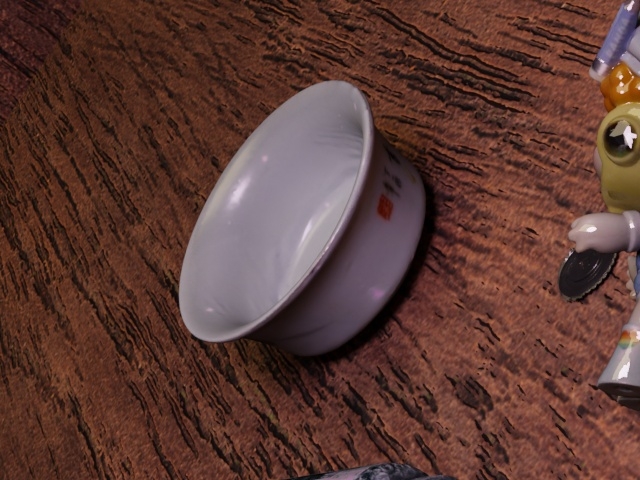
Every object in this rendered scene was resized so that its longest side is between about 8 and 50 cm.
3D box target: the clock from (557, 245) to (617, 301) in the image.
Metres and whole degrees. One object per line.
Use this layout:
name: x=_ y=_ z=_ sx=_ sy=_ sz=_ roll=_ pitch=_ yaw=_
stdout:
clock: x=0.272 y=0.025 z=1.997 sx=0.083 sy=0.010 sz=0.074 roll=-42 pitch=31 yaw=30

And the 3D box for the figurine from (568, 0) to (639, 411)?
figurine: x=0.348 y=-0.030 z=1.804 sx=0.205 sy=0.224 sz=0.382 roll=1 pitch=84 yaw=38

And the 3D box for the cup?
cup: x=0.000 y=0.000 z=2.312 sx=0.347 sy=0.163 sz=0.347 roll=-39 pitch=32 yaw=31

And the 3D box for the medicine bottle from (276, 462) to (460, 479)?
medicine bottle: x=0.037 y=0.298 z=1.964 sx=0.293 sy=0.141 sz=0.141 roll=-18 pitch=47 yaw=51
